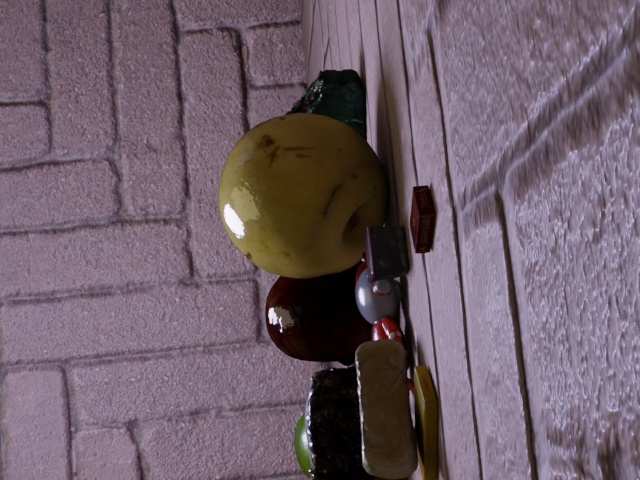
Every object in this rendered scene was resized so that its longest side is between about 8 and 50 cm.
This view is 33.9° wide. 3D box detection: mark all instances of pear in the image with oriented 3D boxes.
[{"bbox_3d":[-0.024,-0.075,1.845,0.309,0.309,0.309,175,90,-87],"label":"pear"}]

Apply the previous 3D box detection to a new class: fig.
[{"bbox_3d":[0.017,0.136,1.951,0.235,0.235,0.215,-107,27,-76],"label":"fig"}]

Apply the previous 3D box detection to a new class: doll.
[{"bbox_3d":[0.104,0.134,1.738,0.142,0.076,0.245,120,141,-71],"label":"doll"}]

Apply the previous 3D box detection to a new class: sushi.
[{"bbox_3d":[0.063,0.377,1.951,0.196,0.181,0.344,-100,8,-73],"label":"sushi"}]

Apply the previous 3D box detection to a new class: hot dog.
[{"bbox_3d":[0.099,0.259,1.579,0.073,0.084,0.243,81,-177,-47],"label":"hot dog"}]

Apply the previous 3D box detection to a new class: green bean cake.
[{"bbox_3d":[-0.005,-0.245,2.116,0.107,0.193,0.208,-90,-1,-53],"label":"green bean cake"}]

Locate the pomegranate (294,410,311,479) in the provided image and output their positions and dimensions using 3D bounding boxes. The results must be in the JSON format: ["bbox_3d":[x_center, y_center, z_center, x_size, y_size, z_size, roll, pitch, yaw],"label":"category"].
[{"bbox_3d":[0.074,0.402,2.146,0.159,0.241,0.190,-10,111,56],"label":"pomegranate"}]

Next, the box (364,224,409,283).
[{"bbox_3d":[0.104,0.021,1.665,0.060,0.063,0.085,103,163,-73],"label":"box"}]

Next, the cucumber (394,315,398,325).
[{"bbox_3d":[0.122,0.167,1.847,0.036,0.033,0.184,45,145,49],"label":"cucumber"}]

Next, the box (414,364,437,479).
[{"bbox_3d":[0.153,0.269,1.531,0.087,0.023,0.155,-95,1,-60],"label":"box"}]

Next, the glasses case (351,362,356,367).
[{"bbox_3d":[0.092,0.202,2.097,0.047,0.070,0.205,-92,-3,-79],"label":"glasses case"}]

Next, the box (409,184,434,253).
[{"bbox_3d":[0.135,-0.028,1.397,0.082,0.023,0.052,90,176,-52],"label":"box"}]
